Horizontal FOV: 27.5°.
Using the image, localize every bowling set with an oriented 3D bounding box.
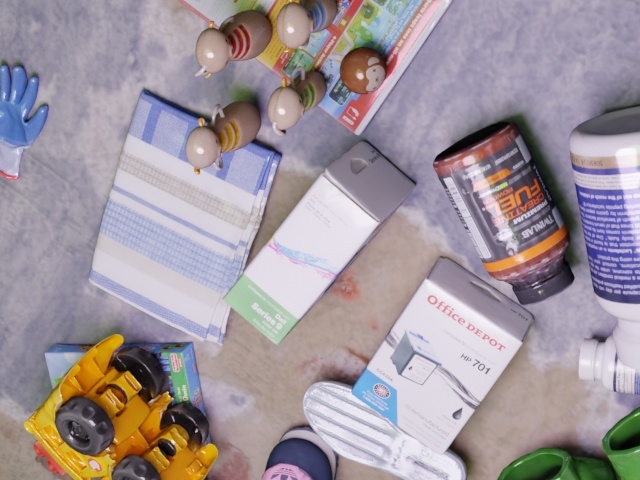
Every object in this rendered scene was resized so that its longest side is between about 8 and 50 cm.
[{"bbox_3d":[-0.036,-0.210,1.450,0.199,0.154,0.287,9,112,17],"label":"bowling set"}]

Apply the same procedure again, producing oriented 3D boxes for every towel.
[{"bbox_3d":[-0.177,-0.025,1.666,0.209,0.034,0.285,25,113,13],"label":"towel"}]

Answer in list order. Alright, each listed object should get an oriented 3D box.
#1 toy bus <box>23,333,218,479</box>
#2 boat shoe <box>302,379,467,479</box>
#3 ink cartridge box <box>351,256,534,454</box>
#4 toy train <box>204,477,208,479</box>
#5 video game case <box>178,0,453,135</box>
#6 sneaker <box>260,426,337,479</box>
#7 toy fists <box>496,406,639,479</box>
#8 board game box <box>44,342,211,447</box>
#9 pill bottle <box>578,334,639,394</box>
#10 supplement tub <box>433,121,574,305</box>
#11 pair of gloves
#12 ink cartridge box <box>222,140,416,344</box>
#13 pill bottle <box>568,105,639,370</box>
[{"bbox_3d":[-0.277,0.267,1.711,0.220,0.149,0.211,48,130,-5],"label":"toy bus"},{"bbox_3d":[0.078,0.251,1.644,0.226,0.076,0.083,33,92,6],"label":"boat shoe"},{"bbox_3d":[0.146,0.139,1.577,0.139,0.082,0.191,34,118,6],"label":"ink cartridge box"},{"bbox_3d":[-0.199,0.461,1.694,0.142,0.334,0.190,-6,121,20],"label":"toy train"},{"bbox_3d":[-0.013,-0.285,1.516,0.285,0.025,0.204,38,117,5],"label":"video game case"},{"bbox_3d":[-0.038,0.410,1.713,0.112,0.131,0.319,2,112,18],"label":"sneaker"},{"bbox_3d":[0.348,0.288,1.537,0.279,0.096,0.142,-28,111,26],"label":"toy fists"},{"bbox_3d":[-0.261,0.219,1.781,0.211,0.039,0.160,-2,108,22],"label":"board game box"},{"bbox_3d":[0.361,0.143,1.506,0.120,0.067,0.067,6,110,19],"label":"pill bottle"},{"bbox_3d":[0.214,-0.028,1.479,0.106,0.106,0.198,-25,99,26],"label":"supplement tub"},{"bbox_3d":[-0.452,-0.177,1.720,0.198,0.023,0.159,25,115,10],"label":"pair of gloves"},{"bbox_3d":[0.000,0.000,1.540,0.093,0.154,0.212,39,117,4],"label":"ink cartridge box"},{"bbox_3d":[0.361,-0.004,1.405,0.153,0.153,0.265,-6,106,22],"label":"pill bottle"}]
